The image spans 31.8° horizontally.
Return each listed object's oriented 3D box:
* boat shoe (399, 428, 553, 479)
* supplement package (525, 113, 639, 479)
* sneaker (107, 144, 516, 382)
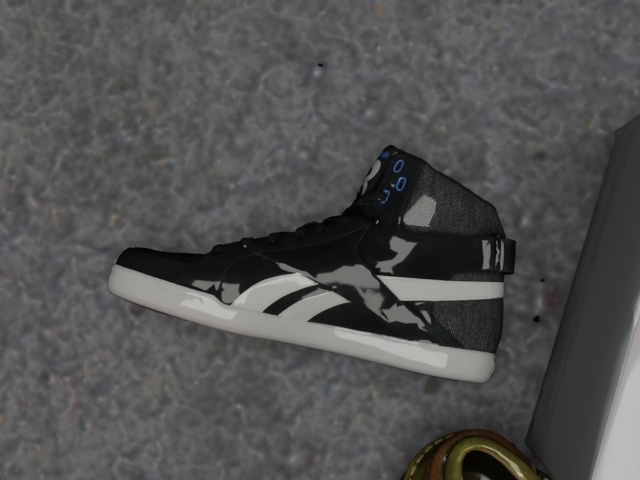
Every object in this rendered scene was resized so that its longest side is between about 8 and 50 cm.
[{"bbox_3d":[0.132,0.236,0.555,0.111,0.104,0.307,-31,76,-15],"label":"boat shoe"},{"bbox_3d":[0.206,0.042,0.543,0.149,0.203,0.194,16,89,4],"label":"supplement package"},{"bbox_3d":[0.000,0.000,0.626,0.217,0.079,0.121,13,85,-4],"label":"sneaker"}]
